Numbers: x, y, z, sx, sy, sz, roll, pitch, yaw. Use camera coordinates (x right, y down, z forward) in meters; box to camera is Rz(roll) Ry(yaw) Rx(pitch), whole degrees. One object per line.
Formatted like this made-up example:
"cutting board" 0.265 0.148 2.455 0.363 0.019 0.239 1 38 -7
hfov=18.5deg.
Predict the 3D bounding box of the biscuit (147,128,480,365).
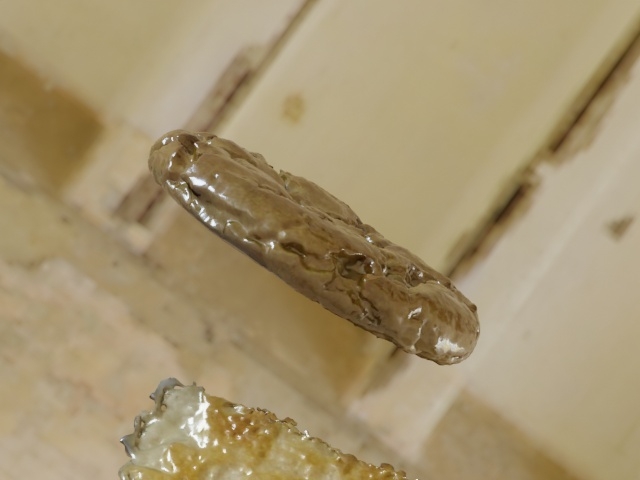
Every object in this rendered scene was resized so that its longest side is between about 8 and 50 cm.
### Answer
"biscuit" 0.000 0.000 1.111 0.226 0.042 0.226 31 6 -4

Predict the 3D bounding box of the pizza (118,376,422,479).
"pizza" -0.033 0.341 1.677 0.434 0.392 0.080 20 -38 16
